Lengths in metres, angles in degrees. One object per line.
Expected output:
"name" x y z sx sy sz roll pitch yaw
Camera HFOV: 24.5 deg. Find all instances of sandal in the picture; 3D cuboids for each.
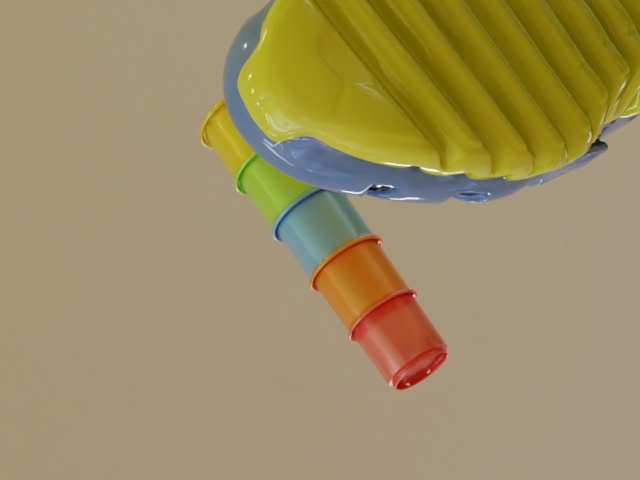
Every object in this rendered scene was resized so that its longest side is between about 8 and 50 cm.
"sandal" 0.070 -0.067 0.691 0.317 0.138 0.126 -11 -108 -48

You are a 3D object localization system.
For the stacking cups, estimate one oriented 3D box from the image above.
"stacking cups" 0.000 0.000 1.365 0.096 0.096 0.316 -17 -117 -34
